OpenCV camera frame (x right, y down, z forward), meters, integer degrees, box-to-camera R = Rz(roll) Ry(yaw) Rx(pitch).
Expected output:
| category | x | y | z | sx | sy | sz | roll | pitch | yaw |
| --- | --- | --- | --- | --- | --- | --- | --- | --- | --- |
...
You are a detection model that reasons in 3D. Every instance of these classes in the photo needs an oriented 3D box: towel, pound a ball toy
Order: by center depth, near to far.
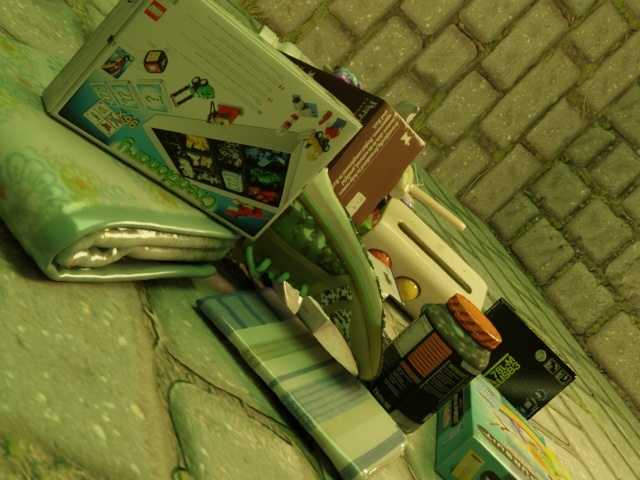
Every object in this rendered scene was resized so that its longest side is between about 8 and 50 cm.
| category | x | y | z | sx | sy | sz | roll | pitch | yaw |
| --- | --- | --- | --- | --- | --- | --- | --- | --- | --- |
| towel | -0.272 | -0.091 | 1.095 | 0.320 | 0.090 | 0.374 | 46 | 12 | 16 |
| towel | -0.017 | 0.170 | 1.207 | 0.285 | 0.034 | 0.209 | 47 | 15 | 13 |
| pound a ball toy | 0.185 | 0.032 | 1.895 | 0.319 | 0.208 | 0.136 | 43 | 43 | -13 |

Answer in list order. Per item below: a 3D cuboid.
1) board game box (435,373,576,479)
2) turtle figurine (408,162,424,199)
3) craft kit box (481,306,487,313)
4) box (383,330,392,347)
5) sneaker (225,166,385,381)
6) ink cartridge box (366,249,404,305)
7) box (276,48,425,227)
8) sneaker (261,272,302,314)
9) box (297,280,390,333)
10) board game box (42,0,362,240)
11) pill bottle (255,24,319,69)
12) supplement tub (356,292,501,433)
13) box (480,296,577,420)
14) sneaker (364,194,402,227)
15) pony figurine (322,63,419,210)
| category | x | y | z | sx | sy | sz | roll | pitch | yaw |
| --- | --- | --- | --- | --- | --- | --- | --- | --- | --- |
| board game box | 0.294 | 0.349 | 1.530 | 0.254 | 0.079 | 0.336 | 45 | 12 | -3 |
| turtle figurine | 0.188 | -0.136 | 2.633 | 0.175 | 0.118 | 0.234 | 24 | 36 | -23 |
| craft kit box | 0.270 | 0.099 | 2.301 | 0.250 | 0.061 | 0.246 | 48 | 16 | 14 |
| box | 0.101 | 0.172 | 1.605 | 0.067 | 0.018 | 0.083 | 50 | 13 | 20 |
| sneaker | -0.046 | 0.005 | 1.279 | 0.158 | 0.182 | 0.410 | 70 | -5 | -84 |
| ink cartridge box | 0.000 | 0.000 | 1.720 | 0.333 | 0.065 | 0.165 | 40 | 12 | -16 |
| box | -0.011 | -0.192 | 1.782 | 0.143 | 0.191 | 0.381 | 41 | -4 | -41 |
| sneaker | -0.108 | -0.029 | 1.405 | 0.104 | 0.147 | 0.296 | 16 | 63 | -70 |
| box | 0.006 | 0.055 | 1.500 | 0.145 | 0.038 | 0.186 | 50 | 30 | 15 |
| board game box | -0.120 | -0.142 | 1.088 | 0.305 | 0.193 | 0.053 | 34 | 16 | -39 |
| pill bottle | -0.080 | -0.385 | 2.448 | 0.283 | 0.160 | 0.160 | 42 | 13 | -16 |
| supplement tub | 0.153 | 0.169 | 1.385 | 0.117 | 0.190 | 0.117 | 43 | 13 | -12 |
| box | 0.307 | 0.226 | 1.704 | 0.184 | 0.191 | 0.045 | 45 | 12 | -7 |
| sneaker | 0.105 | -0.022 | 2.048 | 0.090 | 0.145 | 0.270 | -57 | 141 | -40 |
| pony figurine | 0.095 | -0.204 | 2.278 | 0.351 | 0.303 | 0.363 | -103 | 169 | -62 |
